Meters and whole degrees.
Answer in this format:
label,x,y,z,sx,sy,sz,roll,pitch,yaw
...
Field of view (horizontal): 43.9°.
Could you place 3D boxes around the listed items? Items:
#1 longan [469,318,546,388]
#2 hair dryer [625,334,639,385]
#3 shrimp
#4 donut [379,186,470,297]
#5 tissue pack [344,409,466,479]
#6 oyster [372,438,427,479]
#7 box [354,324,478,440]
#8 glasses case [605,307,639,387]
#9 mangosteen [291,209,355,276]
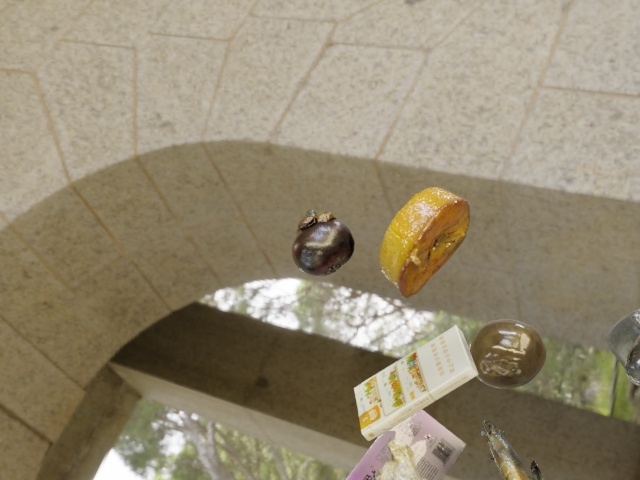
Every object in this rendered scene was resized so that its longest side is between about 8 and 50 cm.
label,x,y,z,sx,sy,sz,roll,pitch,yaw
longan,0.439,0.265,1.868,0.167,0.187,0.167,9,-106,-32
hair dryer,0.588,0.181,1.180,0.195,0.219,0.075,-35,-45,-30
shrimp,0.407,0.462,1.637,0.150,0.217,0.051,27,-67,-35
donut,0.226,0.005,1.701,0.253,0.118,0.253,-36,-34,-30
tissue pack,0.143,0.439,1.498,0.246,0.148,0.092,-44,-14,-33
oyster,0.127,0.394,1.184,0.163,0.081,0.191,-6,-114,-34
box,0.158,0.243,1.358,0.032,0.220,0.122,48,-164,-26
glasses case,0.775,0.304,1.757,0.074,0.323,0.131,-20,-27,-32
mangosteen,0.000,0.000,1.580,0.140,0.140,0.140,-35,-49,-54
